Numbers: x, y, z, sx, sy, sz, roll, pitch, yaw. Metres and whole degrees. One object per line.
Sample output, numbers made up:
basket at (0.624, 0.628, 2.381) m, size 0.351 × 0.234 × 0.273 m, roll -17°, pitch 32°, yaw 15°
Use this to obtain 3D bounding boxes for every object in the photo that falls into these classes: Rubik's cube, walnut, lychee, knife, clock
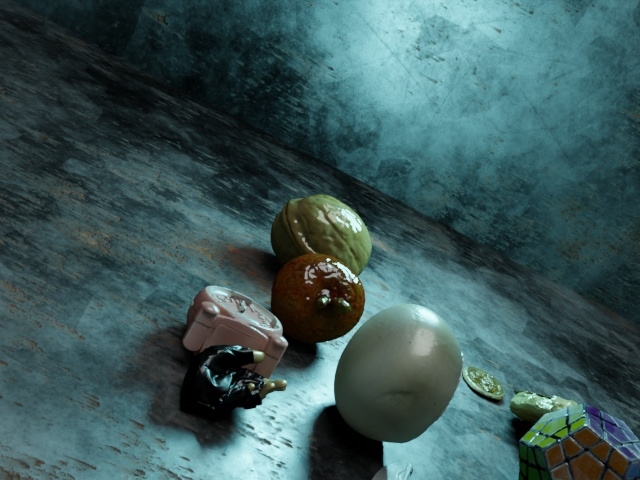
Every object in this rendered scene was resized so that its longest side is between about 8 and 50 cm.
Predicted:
Rubik's cube at (0.637, 0.559, 1.665) m, size 0.319 × 0.319 × 0.264 m, roll 11°, pitch 1°, yaw -41°
walnut at (-0.001, 0.001, 2.105) m, size 0.313 × 0.252 × 0.277 m, roll 48°, pitch -27°, yaw -11°
lychee at (-0.008, 0.150, 1.795) m, size 0.255 × 0.255 × 0.300 m, roll 25°, pitch -19°, yaw -12°
knife at (0.135, 0.529, 1.414) m, size 0.081 × 0.043 × 0.336 m, roll 26°, pitch 13°, yaw 9°
clock at (-0.204, 0.206, 1.583) m, size 0.227 × 0.142 × 0.241 m, roll 28°, pitch 10°, yaw -15°

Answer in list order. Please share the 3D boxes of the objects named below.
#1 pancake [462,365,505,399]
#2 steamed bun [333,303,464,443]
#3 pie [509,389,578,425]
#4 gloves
pancake at (0.505, 0.441, 2.118) m, size 0.151 × 0.025 × 0.152 m, roll 26°, pitch 19°, yaw -10°
steamed bun at (0.163, 0.292, 1.572) m, size 0.206 × 0.324 × 0.324 m, roll 35°, pitch 18°, yaw -14°
pie at (0.690, 0.509, 1.929) m, size 0.339 × 0.083 × 0.339 m, roll 24°, pitch -16°, yaw 7°
gloves at (-0.169, 0.293, 1.415) m, size 0.203 × 0.124 × 0.164 m, roll 25°, pitch 51°, yaw -22°
